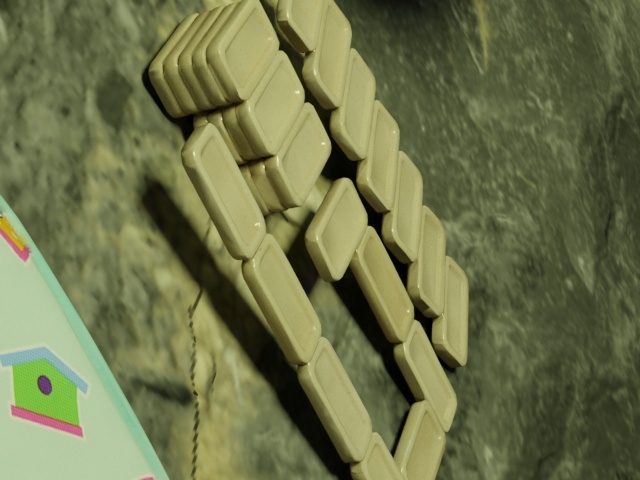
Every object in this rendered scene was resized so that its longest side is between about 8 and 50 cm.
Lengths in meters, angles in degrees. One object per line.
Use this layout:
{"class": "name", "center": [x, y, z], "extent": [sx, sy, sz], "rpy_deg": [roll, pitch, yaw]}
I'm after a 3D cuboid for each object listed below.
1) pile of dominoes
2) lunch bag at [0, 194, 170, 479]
{"class": "pile of dominoes", "center": [0.000, 0.000, 0.888], "extent": [0.251, 0.040, 0.196], "rpy_deg": [63, 29, -25]}
{"class": "lunch bag", "center": [-0.144, 0.121, 0.487], "extent": [0.224, 0.108, 0.279], "rpy_deg": [63, 31, -15]}
